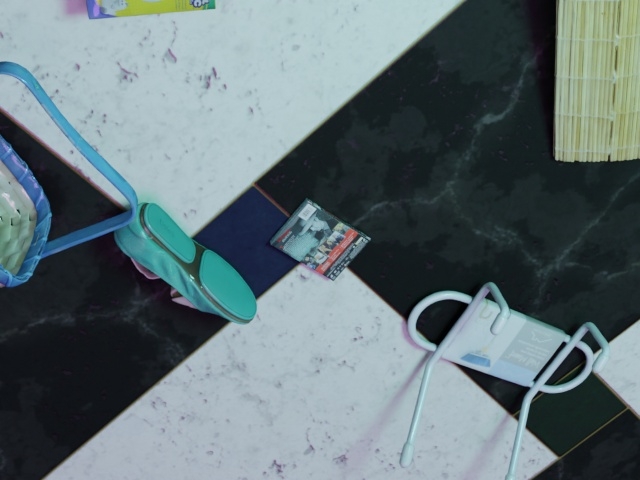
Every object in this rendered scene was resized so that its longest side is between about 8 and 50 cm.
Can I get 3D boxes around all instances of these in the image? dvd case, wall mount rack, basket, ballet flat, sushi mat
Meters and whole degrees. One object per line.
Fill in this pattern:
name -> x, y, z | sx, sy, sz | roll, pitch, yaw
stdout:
dvd case -> 0.000, 0.000, 1.657 | 0.119, 0.013, 0.087 | 30, 111, -29
wall mount rack -> 0.273, 0.229, 1.800 | 0.350, 0.130, 0.304 | 21, 115, -24
basket -> -0.400, -0.063, 1.404 | 0.289, 0.201, 0.255 | -27, 124, 17
ballet flat -> -0.192, 0.039, 1.607 | 0.087, 0.083, 0.247 | -23, 128, 31
sushi mat -> 0.387, -0.222, 1.537 | 0.151, 0.019, 0.317 | -2, 138, 9

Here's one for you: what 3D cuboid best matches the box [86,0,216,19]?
box -> -0.194, -0.324, 1.384 | 0.179, 0.043, 0.105 | -8, 124, -10
